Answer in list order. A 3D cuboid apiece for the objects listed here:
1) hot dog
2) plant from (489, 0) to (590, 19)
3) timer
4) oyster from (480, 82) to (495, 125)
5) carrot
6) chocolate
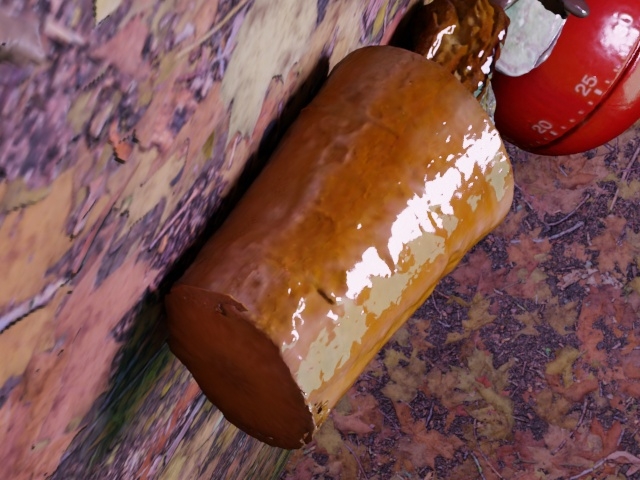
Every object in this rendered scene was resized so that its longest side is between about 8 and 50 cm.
[{"bbox_3d":[0.129,-0.174,0.958,0.259,0.114,0.175,82,32,-79],"label":"hot dog"},{"bbox_3d":[0.292,-0.359,0.980,0.204,0.178,0.234,-5,111,-32],"label":"plant"},{"bbox_3d":[0.402,-0.323,1.369,0.378,0.279,0.378,-57,-162,31],"label":"timer"},{"bbox_3d":[0.153,-0.124,1.175,0.162,0.158,0.351,19,87,-80],"label":"oyster"},{"bbox_3d":[0.000,0.000,0.627,0.254,0.196,0.196,-45,164,-29],"label":"carrot"},{"bbox_3d":[0.278,-0.380,1.139,0.185,0.100,0.303,23,95,-45],"label":"chocolate"}]
